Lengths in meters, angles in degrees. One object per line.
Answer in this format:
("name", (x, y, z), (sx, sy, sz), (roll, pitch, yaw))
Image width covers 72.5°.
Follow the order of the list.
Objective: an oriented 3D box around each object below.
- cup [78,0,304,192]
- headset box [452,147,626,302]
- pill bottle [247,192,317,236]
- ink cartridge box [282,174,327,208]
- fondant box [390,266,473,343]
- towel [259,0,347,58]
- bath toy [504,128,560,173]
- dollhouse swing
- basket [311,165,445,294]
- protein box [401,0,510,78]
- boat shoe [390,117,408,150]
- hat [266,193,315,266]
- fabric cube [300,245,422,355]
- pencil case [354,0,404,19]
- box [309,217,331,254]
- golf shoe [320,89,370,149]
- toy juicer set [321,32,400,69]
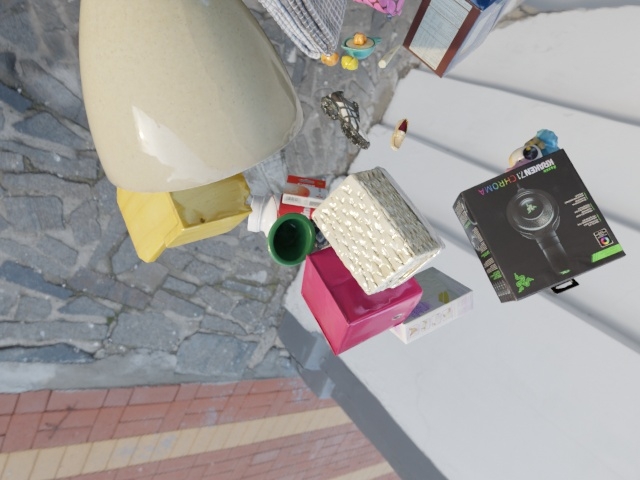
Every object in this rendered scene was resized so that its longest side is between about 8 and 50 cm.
("cup", (-0.208, -0.260, 0.646), (0.331, 0.331, 0.237), (-29, 131, -20))
("headset box", (0.478, -0.017, 0.983), (0.246, 0.283, 0.131), (-23, 167, 4))
("pill bottle", (-0.129, -0.099, 2.086), (0.407, 0.229, 0.229), (9, 115, -4))
("ink cartridge box", (-0.048, -0.182, 1.499), (0.145, 0.179, 0.045), (9, 132, -4))
("fondant box", (0.389, 0.241, 1.704), (0.330, 0.238, 0.096), (-22, 119, -20))
("towel", (-0.030, -0.696, 1.230), (0.283, 0.121, 0.235), (31, 67, -54))
("bath toy", (0.594, -0.180, 1.239), (0.348, 0.151, 0.129), (-50, 156, -35))
("dollhouse swing", (-0.447, -0.139, 1.402), (0.315, 0.347, 0.305), (-18, 164, -34))
("basket", (0.084, -0.015, 0.656), (0.113, 0.167, 0.103), (-44, 164, 30))
("protein box", (0.333, -0.538, 1.030), (0.200, 0.136, 0.201), (-43, 172, -22))
("boat shoe", (0.391, -0.525, 2.143), (0.063, 0.059, 0.170), (19, 77, -14))
("hat", (-0.129, -0.026, 1.520), (0.173, 0.183, 0.209), (34, 81, -28))
("fabric cube", (0.115, 0.161, 1.367), (0.258, 0.259, 0.254), (-21, 152, -21))
("pencil case", (0.200, -0.874, 1.568), (0.095, 0.209, 0.098), (-55, 149, 13))
("box", (0.000, 0.000, 1.570), (0.156, 0.158, 0.093), (-32, 167, 6))
("golf shoe", (0.090, -0.353, 1.252), (0.094, 0.198, 0.077), (-39, 176, -11))
("toy juicer set", (0.154, -0.748, 1.706), (0.328, 0.209, 0.089), (2, 137, 4))
